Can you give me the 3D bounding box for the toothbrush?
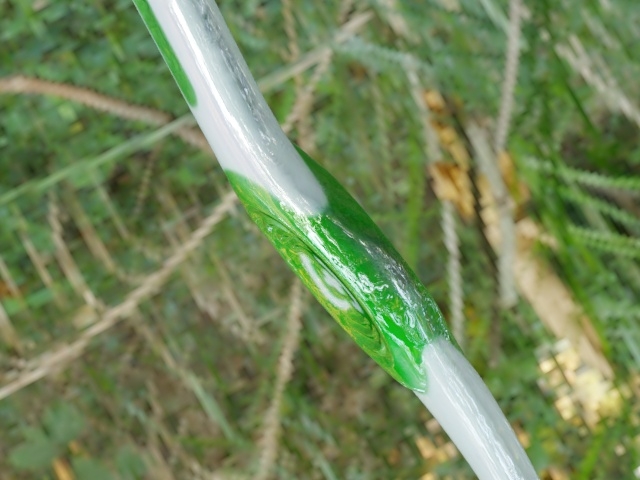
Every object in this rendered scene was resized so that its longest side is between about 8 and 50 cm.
[{"bbox_3d":[0.004,-0.003,0.491,0.040,0.418,0.042,-32,-165,-19],"label":"toothbrush"}]
